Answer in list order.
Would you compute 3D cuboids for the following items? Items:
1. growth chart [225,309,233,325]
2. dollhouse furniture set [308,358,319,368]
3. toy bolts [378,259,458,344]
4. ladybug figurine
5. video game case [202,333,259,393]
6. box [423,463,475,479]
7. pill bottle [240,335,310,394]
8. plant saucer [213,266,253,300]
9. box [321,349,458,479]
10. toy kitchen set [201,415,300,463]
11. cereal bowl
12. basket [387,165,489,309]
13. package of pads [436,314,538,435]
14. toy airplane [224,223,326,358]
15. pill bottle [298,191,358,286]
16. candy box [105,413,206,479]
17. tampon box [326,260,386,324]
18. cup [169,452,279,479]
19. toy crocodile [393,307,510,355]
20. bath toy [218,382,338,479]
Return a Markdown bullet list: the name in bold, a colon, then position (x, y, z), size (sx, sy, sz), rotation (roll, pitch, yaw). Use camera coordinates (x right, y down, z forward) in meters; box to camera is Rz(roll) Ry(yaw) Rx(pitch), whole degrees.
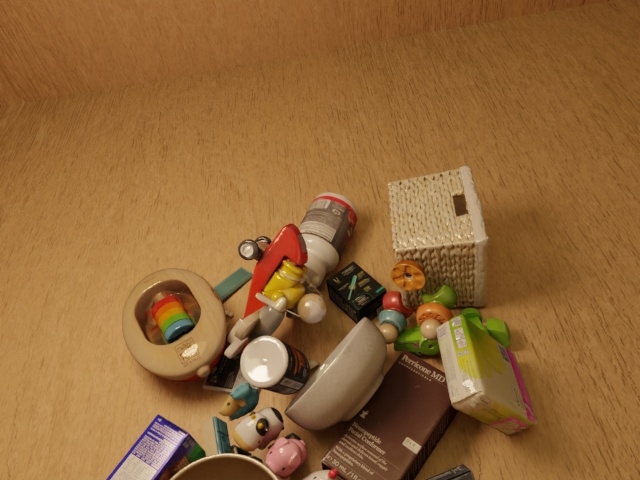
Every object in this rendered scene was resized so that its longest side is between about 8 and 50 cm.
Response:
- **growth chart**: position (-0.393, 0.301, 1.763), size (0.172, 0.021, 0.237), rotation (10, 50, 20)
- **dollhouse furniture set**: position (-0.060, 0.347, 1.629), size (0.081, 0.091, 0.114), rotation (-25, 44, -33)
- **toy bolts**: position (0.238, 0.196, 1.535), size (0.228, 0.218, 0.158), rotation (-33, 20, 43)
- **ladybug figurine**: position (-0.436, 0.269, 1.672), size (0.305, 0.162, 0.449), rotation (-29, 46, -12)
- **video game case**: position (-0.249, 0.380, 1.665), size (0.173, 0.022, 0.190), rotation (6, 51, 15)
- **box**: position (0.290, 0.652, 1.218), size (0.183, 0.059, 0.232), rotation (-19, 84, -8)
- **pill bottle**: position (-0.107, 0.338, 1.437), size (0.131, 0.245, 0.130), rotation (-6, 68, 15)
- **plant saucer**: position (-0.320, 0.156, 1.868), size (0.067, 0.018, 0.192), rotation (29, 53, 34)
- **box**: position (0.195, 0.495, 1.404), size (0.191, 0.143, 0.381), rotation (26, 56, 29)
- **toy kitchen set**: position (-0.170, 0.514, 1.389), size (0.166, 0.207, 0.122), rotation (-32, 43, 7)
- **cereal bowl**: position (0.063, 0.372, 1.434), size (0.141, 0.339, 0.339), rotation (41, 63, 7)
- **basket**: position (0.367, 0.004, 1.695), size (0.267, 0.331, 0.328), rotation (-8, 47, 11)
- **package of pads**: position (0.425, 0.355, 1.393), size (0.101, 0.296, 0.229), rotation (-34, 39, 30)
- **toy airplane**: position (-0.120, 0.195, 1.567), size (0.273, 0.384, 0.386), rotation (15, 53, 12)
- **pill bottle**: position (0.000, 0.000, 1.856), size (0.176, 0.176, 0.318), rotation (12, 52, 20)
- **candy box**: position (-0.403, 0.630, 1.301), size (0.122, 0.268, 0.317), rotation (17, 54, 30)
- **tampon box**: position (0.116, 0.171, 1.732), size (0.120, 0.101, 0.161), rotation (-33, 50, -20)
- **cup**: position (-0.208, 0.692, 1.231), size (0.331, 0.237, 0.331), rotation (-5, 47, 5)
- **toy crocodile**: position (0.382, 0.282, 1.591), size (0.341, 0.105, 0.115), rotation (-10, 25, 4)
- **bath toy**: position (-0.090, 0.497, 1.295), size (0.348, 0.129, 0.151), rotation (41, 33, 20)
